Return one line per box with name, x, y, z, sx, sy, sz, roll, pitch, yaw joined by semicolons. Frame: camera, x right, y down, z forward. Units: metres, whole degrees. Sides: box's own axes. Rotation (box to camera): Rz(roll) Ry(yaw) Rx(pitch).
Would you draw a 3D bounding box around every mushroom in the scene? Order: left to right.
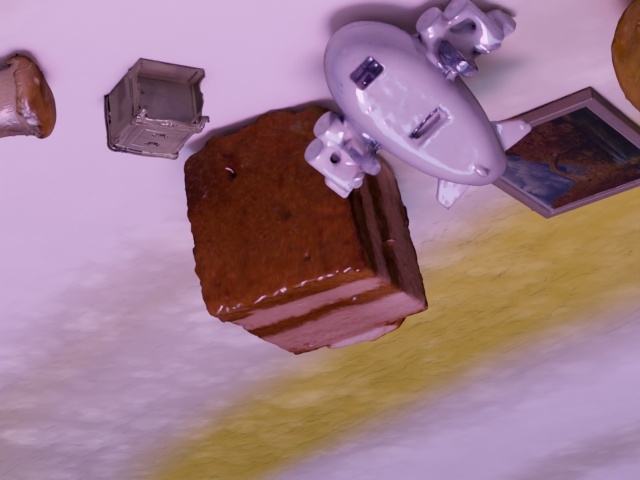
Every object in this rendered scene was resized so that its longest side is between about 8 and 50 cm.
mushroom;-0.358;-0.130;1.717;0.209;0.071;0.084;-3;151;-1

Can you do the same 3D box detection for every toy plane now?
toy plane;0.095;-0.130;1.750;0.245;0.117;0.244;-7;123;-10

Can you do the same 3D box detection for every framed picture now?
framed picture;0.277;-0.093;2.028;0.184;0.016;0.250;-20;153;27

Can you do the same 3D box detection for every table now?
table;-0.160;-0.128;1.773;0.079;0.062;0.083;7;153;-29

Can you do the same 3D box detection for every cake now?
cake;0.000;0.000;1.957;0.196;0.198;0.293;-21;157;18

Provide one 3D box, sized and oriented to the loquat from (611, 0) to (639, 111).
loquat;0.366;-0.179;1.700;0.172;0.149;0.204;-23;166;30
